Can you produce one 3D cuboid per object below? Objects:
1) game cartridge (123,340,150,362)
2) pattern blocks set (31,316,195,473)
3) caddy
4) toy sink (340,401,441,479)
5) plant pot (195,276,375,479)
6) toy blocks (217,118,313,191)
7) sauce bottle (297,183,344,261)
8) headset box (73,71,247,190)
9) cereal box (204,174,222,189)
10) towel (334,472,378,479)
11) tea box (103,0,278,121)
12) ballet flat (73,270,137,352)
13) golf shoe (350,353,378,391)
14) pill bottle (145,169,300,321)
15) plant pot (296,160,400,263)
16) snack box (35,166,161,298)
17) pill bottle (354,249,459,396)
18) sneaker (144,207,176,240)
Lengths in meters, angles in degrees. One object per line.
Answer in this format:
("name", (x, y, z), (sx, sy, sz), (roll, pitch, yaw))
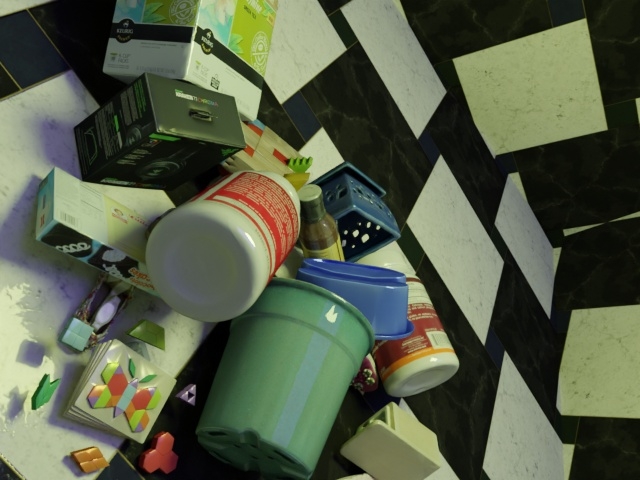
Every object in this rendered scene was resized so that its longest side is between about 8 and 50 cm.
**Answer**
("game cartridge", (-0.382, 0.232, 1.221), (0.083, 0.017, 0.056), (-10, 83, -55))
("pattern blocks set", (-0.363, 0.286, 1.132), (0.325, 0.026, 0.285), (30, 66, -43))
("caddy", (0.071, 0.163, 1.541), (0.241, 0.342, 0.179), (-64, 162, -78))
("toy sink", (0.183, 0.542, 1.645), (0.234, 0.153, 0.131), (38, 23, -16))
("plant pot", (-0.089, 0.314, 1.325), (0.341, 0.341, 0.334), (45, 49, -29))
("toy blocks", (-0.182, -0.213, 1.601), (0.261, 0.191, 0.381), (38, 25, -16))
("sauce bottle", (0.000, 0.000, 1.663), (0.111, 0.112, 0.344), (-70, 156, -45))
("headset box", (-0.335, -0.224, 1.308), (0.246, 0.283, 0.131), (2, 70, -54))
("cereal box", (-0.221, -0.029, 1.556), (0.240, 0.047, 0.173), (50, 36, -23))
("towel", (0.109, 0.760, 1.548), (0.332, 0.053, 0.316), (15, 58, -50))
("tea box", (-0.284, -0.481, 1.413), (0.329, 0.220, 0.323), (13, 87, -70))
("ballet flat", (-0.408, 0.114, 1.198), (0.091, 0.077, 0.241), (43, 41, -27))
("golf shoe", (0.084, 0.288, 1.735), (0.306, 0.115, 0.140), (58, 32, -14))
("pill bottle", (-0.173, -0.016, 1.272), (0.229, 0.229, 0.407), (59, 21, -11))
("plant pot", (0.070, -0.085, 1.828), (0.236, 0.236, 0.212), (31, 41, -41))
("snack box", (-0.402, -0.002, 1.221), (0.322, 0.060, 0.187), (34, 18, -38))
("pill bottle", (0.228, 0.236, 1.801), (0.224, 0.224, 0.392), (20, 40, -47))
("sneaker", (-0.310, -0.036, 1.309), (0.066, 0.071, 0.188), (43, 13, -8))
